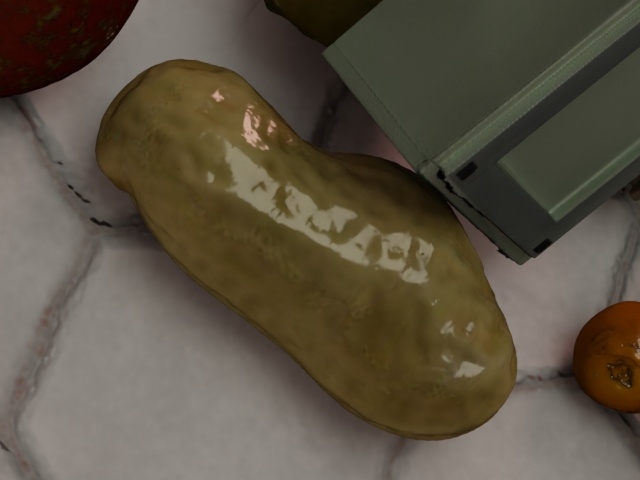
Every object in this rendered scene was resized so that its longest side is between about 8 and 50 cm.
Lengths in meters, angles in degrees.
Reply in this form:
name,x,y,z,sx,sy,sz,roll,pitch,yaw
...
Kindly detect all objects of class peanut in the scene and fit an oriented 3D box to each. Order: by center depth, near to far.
name,x,y,z,sx,sy,sz,roll,pitch,yaw
peanut,0.000,0.000,1.036,0.319,0.147,0.147,40,60,-4

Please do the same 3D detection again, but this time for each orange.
name,x,y,z,sx,sy,sz,roll,pitch,yaw
orange,0.221,0.083,1.140,0.083,0.083,0.084,8,69,-23

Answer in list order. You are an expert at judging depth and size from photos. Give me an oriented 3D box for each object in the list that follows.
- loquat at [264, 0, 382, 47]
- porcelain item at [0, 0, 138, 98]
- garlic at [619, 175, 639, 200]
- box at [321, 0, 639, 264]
name,x,y,z,sx,sy,sz,roll,pitch,yaw
loquat,0.071,-0.230,1.090,0.213,0.213,0.246,37,95,-9
porcelain item,-0.209,-0.209,0.955,0.252,0.253,0.253,8,69,-23
garlic,0.253,-0.172,1.231,0.237,0.210,0.292,-20,83,6
box,0.154,-0.113,1.017,0.225,0.225,0.117,-40,66,9
